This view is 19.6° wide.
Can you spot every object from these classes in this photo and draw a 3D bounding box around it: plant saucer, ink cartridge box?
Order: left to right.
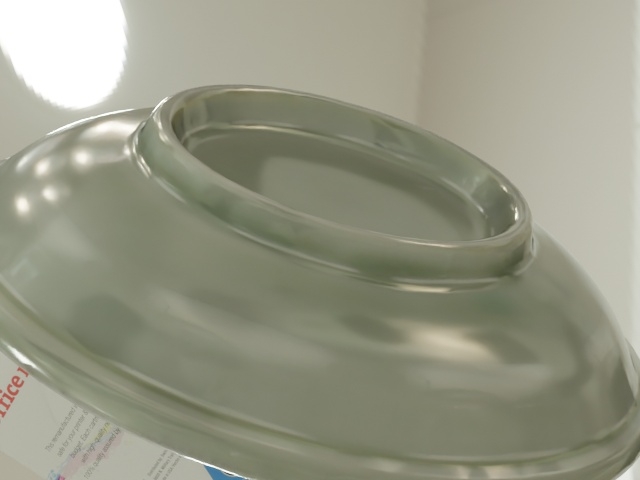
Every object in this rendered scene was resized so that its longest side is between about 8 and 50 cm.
[{"bbox_3d":[-0.129,0.109,1.474,0.232,0.171,0.168,34,-143,-2],"label":"ink cartridge box"},{"bbox_3d":[0.000,0.000,1.004,0.400,0.400,0.101,-22,-47,-58],"label":"plant saucer"}]
